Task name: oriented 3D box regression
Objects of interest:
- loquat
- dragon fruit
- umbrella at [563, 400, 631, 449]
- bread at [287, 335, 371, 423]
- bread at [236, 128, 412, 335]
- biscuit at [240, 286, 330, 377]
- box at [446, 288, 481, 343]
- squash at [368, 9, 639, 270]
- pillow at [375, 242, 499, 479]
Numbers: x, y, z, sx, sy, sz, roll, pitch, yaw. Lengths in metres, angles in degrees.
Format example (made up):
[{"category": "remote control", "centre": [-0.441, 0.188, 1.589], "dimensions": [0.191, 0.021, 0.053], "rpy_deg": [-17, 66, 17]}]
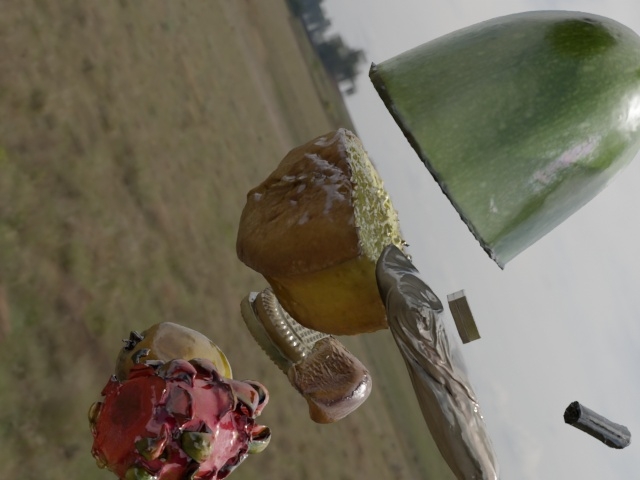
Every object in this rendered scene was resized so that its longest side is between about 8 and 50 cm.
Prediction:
[{"category": "loquat", "centre": [-0.263, 0.240, 2.280], "dimensions": [0.234, 0.187, 0.176], "rpy_deg": [39, 44, -25]}, {"category": "dragon fruit", "centre": [-0.210, 0.291, 2.027], "dimensions": [0.227, 0.307, 0.243], "rpy_deg": [42, -24, 32]}, {"category": "umbrella", "centre": [0.388, 0.262, 1.808], "dimensions": [0.133, 0.036, 0.031], "rpy_deg": [30, 41, -32]}, {"category": "bread", "centre": [0.017, 0.224, 2.079], "dimensions": [0.126, 0.129, 0.044], "rpy_deg": [51, -27, 4]}, {"category": "bread", "centre": [0.000, 0.000, 1.650], "dimensions": [0.194, 0.179, 0.340], "rpy_deg": [55, 14, -27]}, {"category": "biscuit", "centre": [-0.047, 0.189, 2.445], "dimensions": [0.259, 0.079, 0.259], "rpy_deg": [44, 13, -13]}, {"category": "box", "centre": [0.244, 0.131, 2.192], "dimensions": [0.079, 0.035, 0.083], "rpy_deg": [-61, 130, -82]}, {"category": "squash", "centre": [0.264, -0.172, 1.592], "dimensions": [0.310, 0.309, 0.310], "rpy_deg": [53, 11, -15]}, {"category": "pillow", "centre": [0.130, 0.146, 1.421], "dimensions": [0.173, 0.067, 0.270], "rpy_deg": [-100, 167, -74]}]
